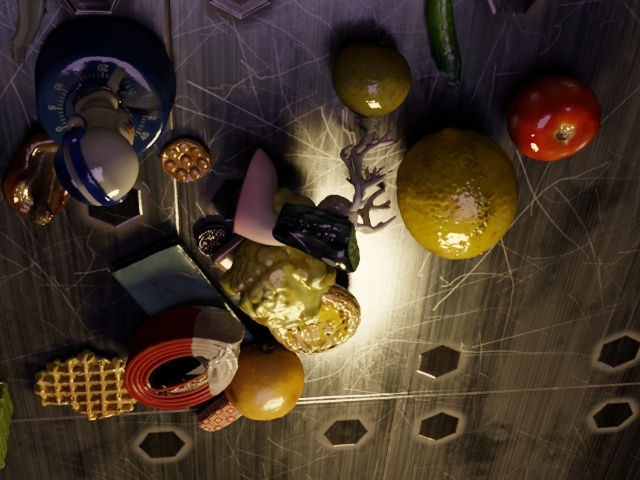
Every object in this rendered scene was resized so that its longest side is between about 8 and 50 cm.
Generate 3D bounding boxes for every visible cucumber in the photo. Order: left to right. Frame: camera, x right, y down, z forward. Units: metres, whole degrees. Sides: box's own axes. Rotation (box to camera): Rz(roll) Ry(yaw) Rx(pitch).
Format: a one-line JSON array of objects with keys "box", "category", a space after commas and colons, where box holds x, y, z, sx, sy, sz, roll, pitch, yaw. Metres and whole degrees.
[{"box": [0.000, 0.000, 1.713, 0.193, 0.085, 0.115, 24, 141, -4], "category": "cucumber"}, {"box": [0.248, -0.399, 1.731, 0.056, 0.056, 0.250, -15, 127, 3], "category": "cucumber"}]

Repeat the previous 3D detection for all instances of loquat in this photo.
[{"box": [-0.144, 0.347, 2.176, 0.208, 0.208, 0.208, -5, 129, -6], "category": "loquat"}]

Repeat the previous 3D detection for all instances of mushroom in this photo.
[{"box": [-0.564, -0.088, 1.739, 0.148, 0.217, 0.227, 16, 126, -22], "category": "mushroom"}]

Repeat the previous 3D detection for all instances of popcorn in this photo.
[{"box": [-0.092, 0.082, 1.932, 0.255, 0.195, 0.256, -19, 119, -10], "category": "popcorn"}]

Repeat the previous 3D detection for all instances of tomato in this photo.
[{"box": [0.488, -0.259, 1.830, 0.195, 0.136, 0.195, -6, 130, -8], "category": "tomato"}]

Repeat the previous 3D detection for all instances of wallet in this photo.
[{"box": [-0.324, 0.155, 2.085, 0.191, 0.046, 0.379, -24, 128, 10], "category": "wallet"}, {"box": [-0.164, 0.026, 2.000, 0.153, 0.039, 0.118, -40, 134, 9], "category": "wallet"}]

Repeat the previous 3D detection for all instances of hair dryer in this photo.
[{"box": [-0.432, -0.468, 1.537, 0.296, 0.119, 0.298, -11, 134, -12], "category": "hair dryer"}]

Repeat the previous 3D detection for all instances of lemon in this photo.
[{"box": [0.292, -0.095, 1.852, 0.258, 0.258, 0.310, -12, 129, 0], "category": "lemon"}]

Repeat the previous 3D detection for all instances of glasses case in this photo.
[{"box": [-0.245, 0.445, 2.328, 0.194, 0.049, 0.073, -37, 126, 19], "category": "glasses case"}]

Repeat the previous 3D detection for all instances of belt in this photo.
[{"box": [-0.325, 0.277, 2.072, 0.324, 0.115, 0.227, -32, 124, 25], "category": "belt"}]

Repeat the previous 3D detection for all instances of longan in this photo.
[{"box": [0.103, -0.330, 1.719, 0.145, 0.176, 0.155, 3, 170, 42], "category": "longan"}]

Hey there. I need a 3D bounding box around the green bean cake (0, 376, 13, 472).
[{"box": [-0.883, 0.453, 2.100, 0.247, 0.250, 0.156, -2, 128, -9], "category": "green bean cake"}]

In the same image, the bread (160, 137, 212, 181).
[{"box": [-0.285, -0.170, 1.845, 0.110, 0.024, 0.110, -4, 129, -5], "category": "bread"}]

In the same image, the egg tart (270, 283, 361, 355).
[{"box": [-0.015, 0.178, 2.125, 0.234, 0.094, 0.234, -3, 130, -4], "category": "egg tart"}]

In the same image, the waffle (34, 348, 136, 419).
[{"box": [-0.587, 0.378, 2.215, 0.249, 0.056, 0.253, -26, 129, 12], "category": "waffle"}]

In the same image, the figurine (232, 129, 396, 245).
[{"box": [0.008, -0.106, 1.834, 0.316, 0.284, 0.206, 17, 138, 8], "category": "figurine"}]

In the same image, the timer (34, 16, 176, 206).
[{"box": [-0.398, -0.205, 1.568, 0.270, 0.383, 0.270, -4, 128, -5], "category": "timer"}]

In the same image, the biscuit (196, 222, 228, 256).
[{"box": [-0.242, 0.001, 1.987, 0.087, 0.027, 0.089, -34, 125, 18], "category": "biscuit"}]
